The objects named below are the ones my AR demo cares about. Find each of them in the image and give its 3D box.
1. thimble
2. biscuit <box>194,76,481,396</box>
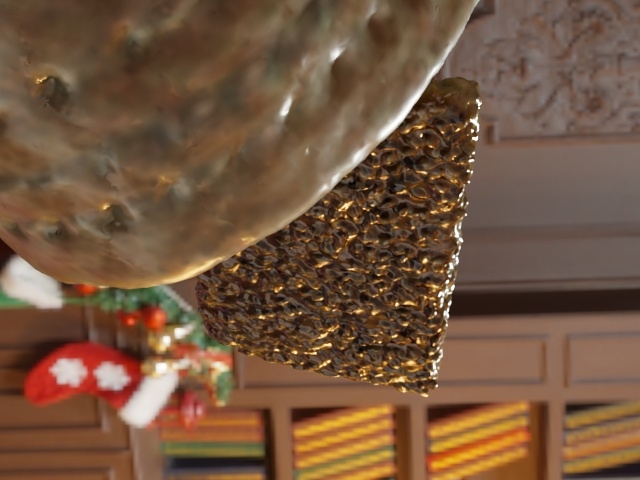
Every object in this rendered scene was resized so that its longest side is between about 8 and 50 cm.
[{"bbox_3d":[-0.057,-0.106,0.449,0.148,0.229,0.196,54,0,-42],"label":"thimble"},{"bbox_3d":[0.000,0.000,0.567,0.231,0.131,0.025,88,17,-54],"label":"biscuit"}]
